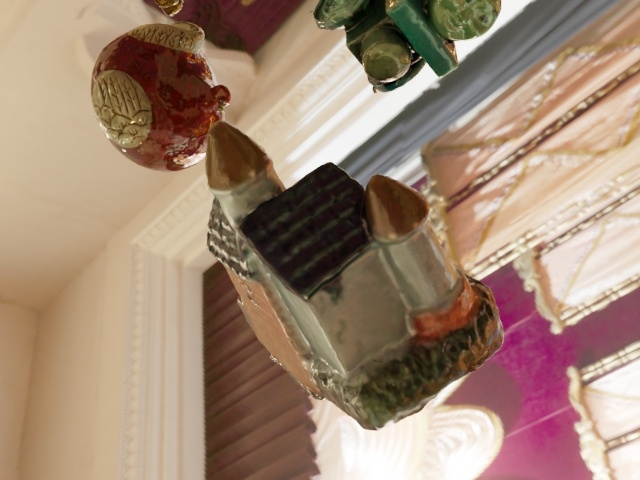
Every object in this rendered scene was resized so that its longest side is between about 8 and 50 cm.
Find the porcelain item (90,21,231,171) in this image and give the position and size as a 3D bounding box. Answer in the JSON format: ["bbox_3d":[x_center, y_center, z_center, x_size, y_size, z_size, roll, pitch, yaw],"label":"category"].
[{"bbox_3d":[-0.243,-0.240,1.283,0.253,0.253,0.253,32,-142,-29],"label":"porcelain item"}]

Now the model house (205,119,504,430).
[{"bbox_3d":[0.000,0.000,0.707,0.253,0.184,0.291,31,156,56],"label":"model house"}]

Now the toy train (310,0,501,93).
[{"bbox_3d":[0.100,-0.279,0.769,0.120,0.194,0.298,42,-145,-35],"label":"toy train"}]

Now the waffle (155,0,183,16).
[{"bbox_3d":[-0.300,-0.523,1.311,0.291,0.051,0.291,-20,-90,-86],"label":"waffle"}]
